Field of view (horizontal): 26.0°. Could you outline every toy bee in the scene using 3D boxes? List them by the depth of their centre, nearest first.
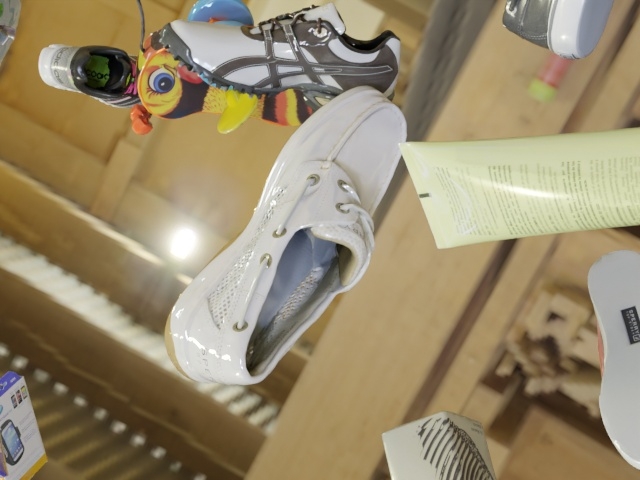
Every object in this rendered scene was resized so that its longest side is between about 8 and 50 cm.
[{"bbox_3d":[-0.125,-0.178,1.435,0.298,0.162,0.195,27,-155,-1],"label":"toy bee"}]

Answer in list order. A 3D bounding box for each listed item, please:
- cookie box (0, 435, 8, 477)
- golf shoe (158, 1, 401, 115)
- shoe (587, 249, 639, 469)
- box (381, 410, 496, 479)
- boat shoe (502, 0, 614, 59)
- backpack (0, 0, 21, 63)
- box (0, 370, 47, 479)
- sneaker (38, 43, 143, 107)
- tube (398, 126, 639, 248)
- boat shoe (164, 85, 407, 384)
[{"bbox_3d":[-0.274,0.137,1.056,0.040,0.091,0.107,-14,166,-6],"label":"cookie box"},{"bbox_3d":[-0.029,-0.158,1.115,0.198,0.093,0.077,15,-155,-18],"label":"golf shoe"},{"bbox_3d":[0.232,0.097,0.982,0.081,0.064,0.178,57,-157,-46],"label":"shoe"},{"bbox_3d":[0.161,0.346,1.614,0.113,0.094,0.275,24,-133,-56],"label":"box"},{"bbox_3d":[0.174,-0.239,0.926,0.076,0.228,0.080,21,-158,27],"label":"boat shoe"},{"bbox_3d":[-0.528,-0.294,1.782,0.290,0.273,0.355,14,-163,-2],"label":"backpack"},{"bbox_3d":[-0.365,0.221,1.611,0.028,0.136,0.081,-1,-155,25],"label":"box"},{"bbox_3d":[-0.224,-0.180,1.533,0.170,0.063,0.075,9,-176,-45],"label":"sneaker"},{"bbox_3d":[0.172,-0.040,0.909,0.240,0.070,0.062,-6,174,29],"label":"tube"},{"bbox_3d":[0.000,0.000,1.042,0.096,0.277,0.098,12,150,44],"label":"boat shoe"}]
